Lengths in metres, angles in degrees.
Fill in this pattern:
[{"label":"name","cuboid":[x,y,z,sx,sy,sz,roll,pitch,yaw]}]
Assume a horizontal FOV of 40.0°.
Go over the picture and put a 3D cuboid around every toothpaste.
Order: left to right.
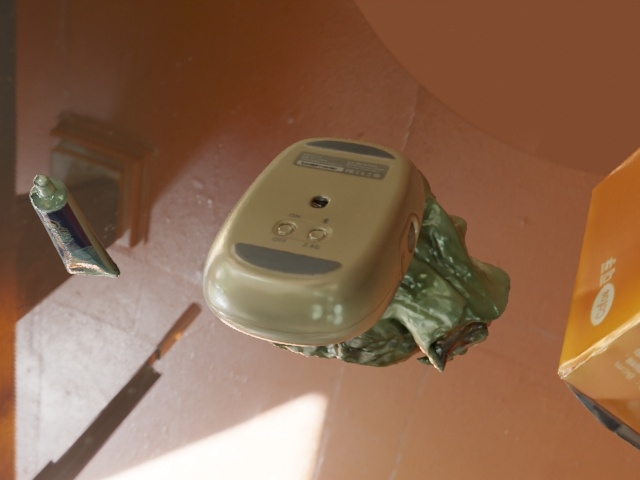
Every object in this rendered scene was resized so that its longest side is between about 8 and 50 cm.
[{"label":"toothpaste","cuboid":[-0.337,-0.012,1.185,0.047,0.069,0.268,59,168,24]}]

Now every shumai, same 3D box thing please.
[{"label":"shumai","cuboid":[0.074,0.051,0.901,0.218,0.189,0.255,27,132,14]}]

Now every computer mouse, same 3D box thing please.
[{"label":"computer mouse","cuboid":[0.000,0.000,0.690,0.145,0.236,0.082,9,126,13]}]

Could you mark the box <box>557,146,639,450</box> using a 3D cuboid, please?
[{"label":"box","cuboid":[0.299,-0.036,0.474,0.143,0.225,0.341,39,128,-5]}]
